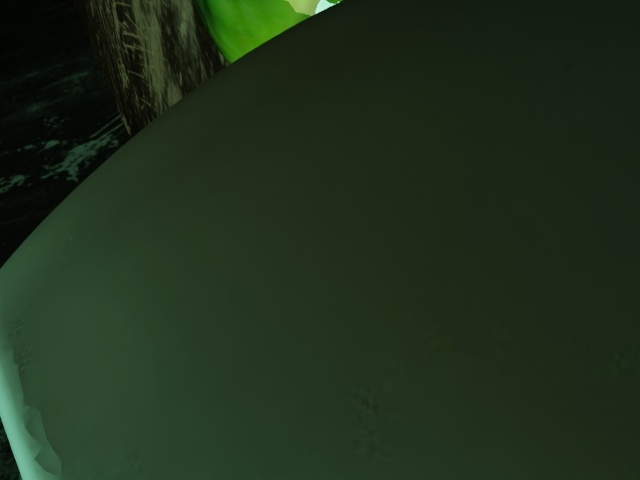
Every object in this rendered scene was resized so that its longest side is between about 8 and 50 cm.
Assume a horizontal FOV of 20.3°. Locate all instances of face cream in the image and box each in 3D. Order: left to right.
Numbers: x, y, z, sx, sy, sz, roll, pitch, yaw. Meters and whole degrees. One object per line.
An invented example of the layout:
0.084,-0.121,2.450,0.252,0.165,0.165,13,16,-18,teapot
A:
0.101,0.047,0.513,0.219,0.357,0.312,88,159,-60,face cream

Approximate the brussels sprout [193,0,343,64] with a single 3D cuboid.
0.041,-0.154,0.868,0.219,0.210,0.271,50,-172,-19,brussels sprout
